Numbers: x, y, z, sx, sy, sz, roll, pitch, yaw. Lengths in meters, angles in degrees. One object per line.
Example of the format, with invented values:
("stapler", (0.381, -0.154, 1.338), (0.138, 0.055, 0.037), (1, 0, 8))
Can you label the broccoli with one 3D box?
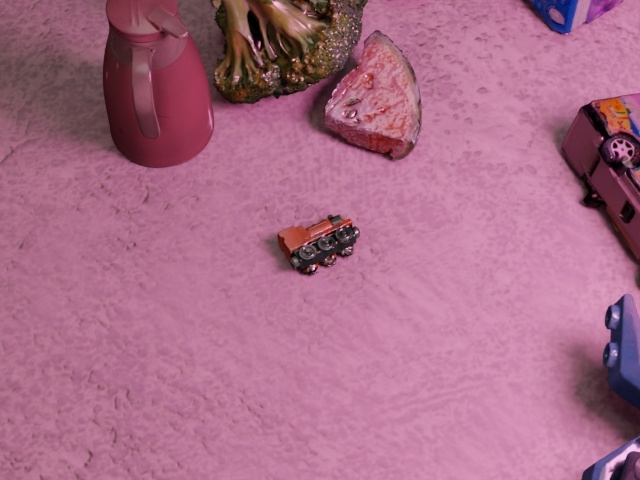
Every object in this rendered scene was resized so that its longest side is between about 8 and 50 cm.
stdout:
("broccoli", (-0.073, -0.319, 1.712), (0.269, 0.269, 0.254), (-43, 39, -22))

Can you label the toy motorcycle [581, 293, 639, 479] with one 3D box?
("toy motorcycle", (0.370, 0.251, 1.433), (0.232, 0.172, 0.416), (10, 69, -2))

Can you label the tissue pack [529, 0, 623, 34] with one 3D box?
("tissue pack", (0.355, -0.459, 1.782), (0.146, 0.263, 0.198), (-29, 65, -17))

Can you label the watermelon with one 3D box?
("watermelon", (0.068, -0.190, 1.743), (0.139, 0.071, 0.187), (-15, 70, -1))

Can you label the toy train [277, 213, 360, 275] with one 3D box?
("toy train", (0.000, 0.000, 1.647), (0.103, 0.044, 0.064), (-25, 53, -14))

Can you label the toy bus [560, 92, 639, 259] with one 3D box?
("toy bus", (0.451, -0.047, 1.646), (0.138, 0.112, 0.317), (-17, 63, -22))

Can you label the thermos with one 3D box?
("thermos", (-0.219, -0.214, 1.636), (0.146, 0.265, 0.176), (-2, 62, -2))
